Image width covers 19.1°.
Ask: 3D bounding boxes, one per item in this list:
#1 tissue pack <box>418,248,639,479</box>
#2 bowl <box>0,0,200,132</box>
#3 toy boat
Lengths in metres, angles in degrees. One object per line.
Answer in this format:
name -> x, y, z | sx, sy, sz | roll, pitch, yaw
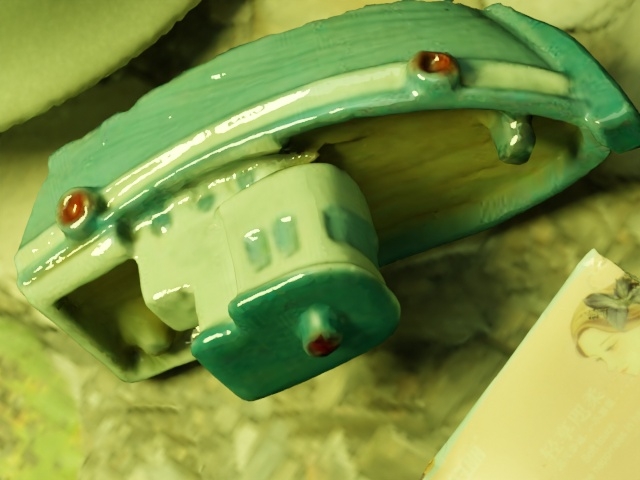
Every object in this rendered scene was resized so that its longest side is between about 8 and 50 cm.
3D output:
tissue pack -> 0.083, 0.064, 0.553 | 0.074, 0.059, 0.094 | 36, 87, 29
bowl -> -0.199, -0.252, 0.636 | 0.435, 0.196, 0.434 | 1, 69, -3
toy boat -> 0.000, 0.000, 0.597 | 0.215, 0.088, 0.102 | -24, 52, 16
